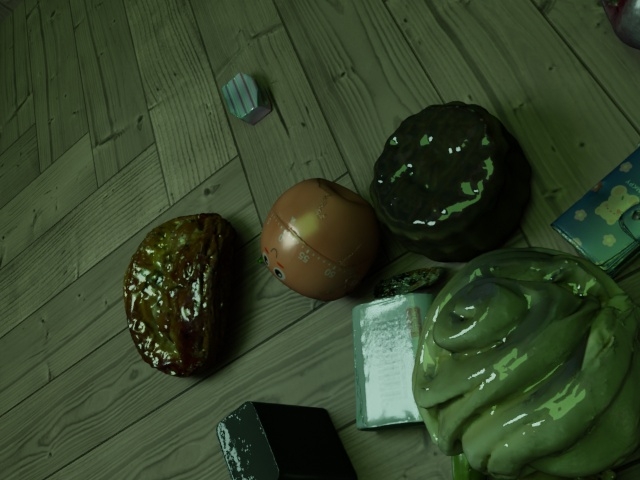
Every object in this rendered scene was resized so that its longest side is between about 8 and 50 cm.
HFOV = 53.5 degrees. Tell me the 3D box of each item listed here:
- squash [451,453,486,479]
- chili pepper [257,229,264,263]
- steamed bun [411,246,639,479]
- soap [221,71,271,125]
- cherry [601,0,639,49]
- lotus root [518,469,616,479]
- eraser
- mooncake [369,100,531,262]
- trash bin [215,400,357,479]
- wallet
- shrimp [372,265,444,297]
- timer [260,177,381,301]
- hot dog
[{"bbox_3d":[0.247,0.333,1.040,0.066,0.066,0.201,-4,74,34],"label":"squash"},{"bbox_3d":[-0.125,0.013,1.454,0.030,0.034,0.091,144,132,-60],"label":"chili pepper"},{"bbox_3d":[0.293,0.150,0.916,0.339,0.247,0.352,-11,33,21],"label":"steamed bun"},{"bbox_3d":[-0.187,-0.361,1.628,0.100,0.056,0.149,-37,54,20],"label":"soap"},{"bbox_3d":[0.566,-0.417,1.041,0.266,0.183,0.213,-17,76,15],"label":"cherry"},{"bbox_3d":[0.315,0.430,0.900,0.284,0.146,0.160,-60,30,4],"label":"lotus root"},{"bbox_3d":[0.137,0.221,1.150,0.174,0.081,0.227,-17,63,33],"label":"eraser"},{"bbox_3d":[0.230,-0.107,1.167,0.290,0.161,0.290,-15,62,32],"label":"mooncake"},{"bbox_3d":[-0.060,0.380,1.130,0.115,0.225,0.165,-39,54,15],"label":"trash bin"},{"bbox_3d":[0.494,-0.049,1.022,0.202,0.059,0.141,-44,55,12],"label":"wallet"},{"bbox_3d":[0.156,0.081,1.198,0.161,0.091,0.034,-21,96,36],"label":"shrimp"},{"bbox_3d":[0.000,0.000,1.241,0.229,0.229,0.215,42,111,38],"label":"timer"},{"bbox_3d":[-0.313,0.113,1.448,0.267,0.174,0.388,-9,66,30],"label":"hot dog"}]
